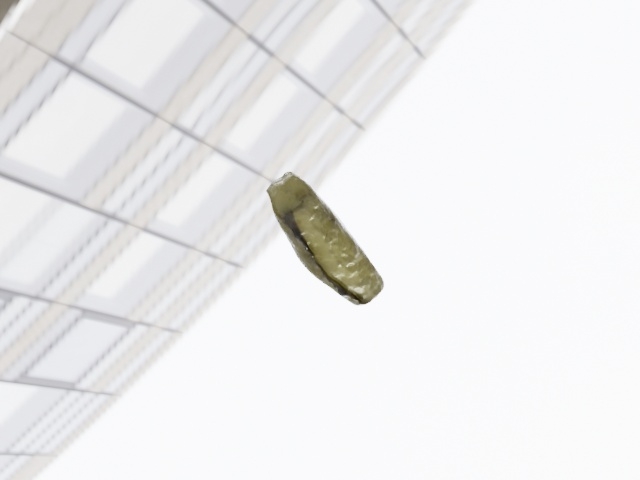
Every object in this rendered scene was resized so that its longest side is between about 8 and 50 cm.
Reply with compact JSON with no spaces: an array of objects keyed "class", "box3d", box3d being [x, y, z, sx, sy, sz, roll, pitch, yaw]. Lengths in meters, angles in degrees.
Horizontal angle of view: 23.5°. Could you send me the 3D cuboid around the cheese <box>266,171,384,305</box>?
[{"class":"cheese","box3d":[0.000,0.000,0.789,0.030,0.083,0.044,-37,-146,1]}]
